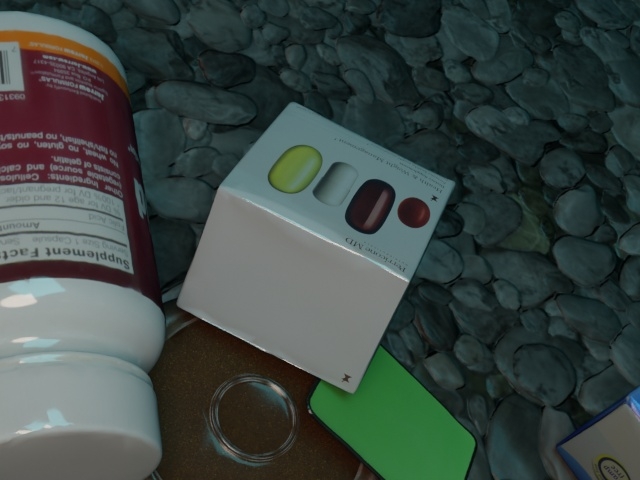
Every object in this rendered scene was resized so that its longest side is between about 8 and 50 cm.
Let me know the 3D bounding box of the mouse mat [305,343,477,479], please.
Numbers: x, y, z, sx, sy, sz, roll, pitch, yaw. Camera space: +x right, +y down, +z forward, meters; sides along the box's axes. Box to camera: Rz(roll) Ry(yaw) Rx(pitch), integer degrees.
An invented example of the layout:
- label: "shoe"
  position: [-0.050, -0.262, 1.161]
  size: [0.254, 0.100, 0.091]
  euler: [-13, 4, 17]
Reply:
- label: "mouse mat"
  position: [0.074, 0.179, 1.061]
  size: [0.190, 0.007, 0.152]
  euler: [45, 35, -7]

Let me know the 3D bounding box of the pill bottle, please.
- label: "pill bottle"
  position: [-0.255, 0.018, 0.942]
  size: [0.224, 0.224, 0.392]
  euler: [0, 59, -23]

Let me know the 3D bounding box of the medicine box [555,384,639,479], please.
- label: "medicine box"
  position: [0.447, 0.238, 1.136]
  size: [0.289, 0.149, 0.263]
  euler: [-24, 70, -34]

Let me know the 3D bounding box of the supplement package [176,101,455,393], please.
- label: "supplement package"
  position: [0.000, 0.000, 1.062]
  size: [0.194, 0.149, 0.203]
  euler: [26, 34, 3]

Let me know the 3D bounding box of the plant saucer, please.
- label: "plant saucer"
  position: [-0.068, 0.175, 1.029]
  size: [0.310, 0.050, 0.311]
  euler: [11, 55, -17]
